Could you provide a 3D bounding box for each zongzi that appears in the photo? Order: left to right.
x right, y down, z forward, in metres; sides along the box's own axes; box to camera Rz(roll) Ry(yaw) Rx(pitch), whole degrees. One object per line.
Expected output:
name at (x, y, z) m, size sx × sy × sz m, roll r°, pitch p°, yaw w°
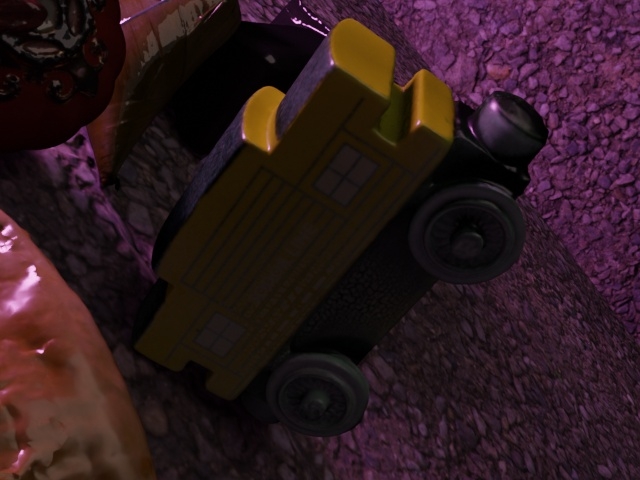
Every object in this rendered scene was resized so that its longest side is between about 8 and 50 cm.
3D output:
zongzi at (-0.181, -0.196, 0.976) m, size 0.115 × 0.228 × 0.256 m, roll 98°, pitch -27°, yaw -64°

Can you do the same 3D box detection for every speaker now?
speaker at (-0.094, -0.265, 1.241) m, size 0.184 × 0.180 × 0.388 m, roll 49°, pitch 24°, yaw 5°

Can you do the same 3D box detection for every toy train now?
toy train at (0.000, 0.000, 0.792) m, size 0.272 × 0.442 × 0.179 m, roll 32°, pitch 31°, yaw -12°

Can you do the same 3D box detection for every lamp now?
lamp at (-0.288, -0.192, 0.764) m, size 0.227 × 0.227 × 0.227 m, roll 39°, pitch 29°, yaw -27°

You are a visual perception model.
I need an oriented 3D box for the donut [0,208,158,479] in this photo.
donut at (-0.225, 0.135, 0.397) m, size 0.160 × 0.330 × 0.330 m, roll -11°, pitch 67°, yaw -49°
